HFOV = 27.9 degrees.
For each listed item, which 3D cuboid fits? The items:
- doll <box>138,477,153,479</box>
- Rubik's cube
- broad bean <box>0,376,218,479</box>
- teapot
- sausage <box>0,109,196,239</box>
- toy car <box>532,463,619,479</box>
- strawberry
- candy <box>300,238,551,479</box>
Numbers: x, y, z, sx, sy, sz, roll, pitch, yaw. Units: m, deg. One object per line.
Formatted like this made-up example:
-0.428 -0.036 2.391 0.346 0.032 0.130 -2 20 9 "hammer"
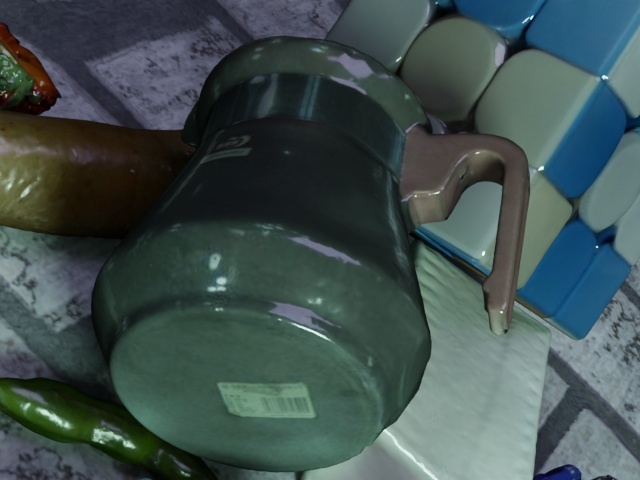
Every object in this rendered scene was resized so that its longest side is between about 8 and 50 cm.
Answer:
-0.119 0.276 1.051 0.287 0.151 0.151 15 42 -29 "doll"
0.218 -0.140 1.507 0.344 0.347 0.346 34 2 35 "Rubik's cube"
-0.189 0.176 1.168 0.254 0.046 0.065 30 35 -20 "broad bean"
0.000 0.000 1.196 0.376 0.306 0.362 0 49 13 "teapot"
-0.222 -0.067 1.336 0.500 0.123 0.136 1 64 -44 "sausage"
0.243 0.356 1.320 0.158 0.172 0.235 -3 48 -30 "toy car"
-0.350 -0.184 1.351 0.192 0.085 0.140 47 4 20 "strawberry"
0.123 0.174 1.407 0.208 0.145 0.359 35 33 -9 "candy"
